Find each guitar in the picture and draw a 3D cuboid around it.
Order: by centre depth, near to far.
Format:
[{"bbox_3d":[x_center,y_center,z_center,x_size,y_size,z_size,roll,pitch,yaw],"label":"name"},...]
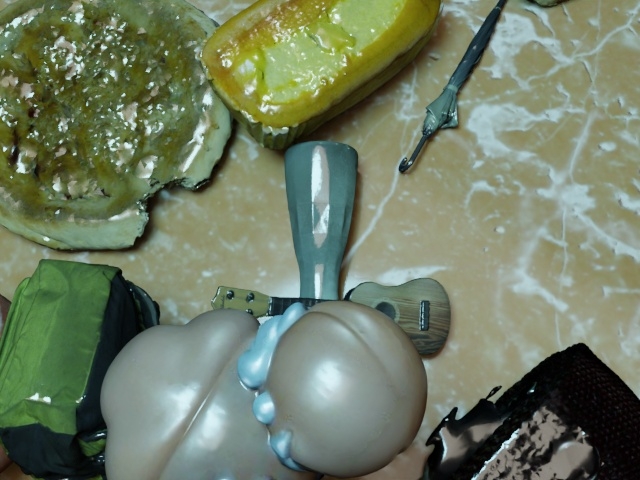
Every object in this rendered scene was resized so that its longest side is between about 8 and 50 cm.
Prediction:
[{"bbox_3d":[0.012,0.075,0.840,0.271,0.038,0.084,5,78,-21],"label":"guitar"}]

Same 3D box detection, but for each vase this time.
[{"bbox_3d":[0.000,0.000,0.903,0.086,0.086,0.214,-1,80,7],"label":"vase"}]

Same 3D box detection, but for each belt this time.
[{"bbox_3d":[0.181,0.227,0.764,0.289,0.184,0.164,-44,83,-6],"label":"belt"}]

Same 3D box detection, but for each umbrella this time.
[{"bbox_3d":[0.170,-0.192,0.951,0.044,0.044,0.269,34,81,-17],"label":"umbrella"}]

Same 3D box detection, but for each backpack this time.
[{"bbox_3d":[-0.235,0.152,0.803,0.139,0.253,0.207,4,53,1],"label":"backpack"}]

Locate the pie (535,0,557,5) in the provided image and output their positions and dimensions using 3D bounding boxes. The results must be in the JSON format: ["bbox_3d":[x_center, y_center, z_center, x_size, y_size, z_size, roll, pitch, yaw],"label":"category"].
[{"bbox_3d":[0.274,-0.395,0.967,0.179,0.084,0.205,-39,82,2],"label":"pie"}]

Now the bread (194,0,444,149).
[{"bbox_3d":[0.003,-0.228,0.913,0.288,0.119,0.152,-37,81,-16],"label":"bread"}]

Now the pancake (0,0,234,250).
[{"bbox_3d":[-0.281,-0.167,0.982,0.382,0.071,0.383,-2,75,7],"label":"pancake"}]

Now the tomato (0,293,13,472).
[{"bbox_3d":[-0.375,0.169,0.880,0.199,0.112,0.228,13,80,46],"label":"tomato"}]

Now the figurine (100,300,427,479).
[{"bbox_3d":[-0.063,0.184,0.699,0.248,0.388,0.277,25,78,11],"label":"figurine"}]
